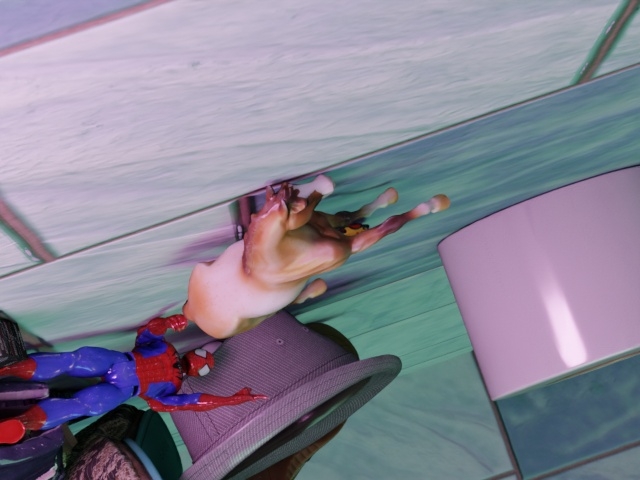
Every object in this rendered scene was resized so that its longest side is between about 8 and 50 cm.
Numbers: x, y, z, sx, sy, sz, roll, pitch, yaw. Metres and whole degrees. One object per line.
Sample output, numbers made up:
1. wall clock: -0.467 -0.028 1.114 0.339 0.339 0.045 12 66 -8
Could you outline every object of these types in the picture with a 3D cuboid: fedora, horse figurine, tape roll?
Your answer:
1. fedora: -0.058 0.151 1.840 0.275 0.124 0.244 -22 163 -50
2. horse figurine: -0.029 0.015 1.314 0.174 0.066 0.263 -20 172 -40
3. tape roll: 0.257 0.044 1.796 0.246 0.169 0.246 -18 172 -3

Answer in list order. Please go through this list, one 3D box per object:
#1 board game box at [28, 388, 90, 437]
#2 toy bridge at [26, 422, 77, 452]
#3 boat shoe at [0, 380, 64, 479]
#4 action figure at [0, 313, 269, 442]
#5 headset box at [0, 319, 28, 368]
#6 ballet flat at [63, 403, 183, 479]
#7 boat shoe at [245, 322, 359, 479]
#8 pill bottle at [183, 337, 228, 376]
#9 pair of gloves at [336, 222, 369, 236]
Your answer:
1. board game box: -0.313 0.195 1.976 0.126 0.026 0.186 -21 172 9
2. toy bridge: -0.314 0.225 1.831 0.026 0.063 0.188 -26 -172 28
3. boat shoe: -0.396 0.209 1.659 0.341 0.127 0.158 -12 150 -25
4. action figure: -0.158 0.116 1.571 0.139 0.091 0.280 -14 176 31
5. headset box: -0.260 0.083 1.336 0.062 0.032 0.083 -20 171 4
6. ballet flat: -0.236 0.285 1.918 0.182 0.164 0.483 -25 -174 -4
7. boat shoe: -0.071 0.239 2.074 0.123 0.123 0.342 -36 -160 52
8. pill bottle: -0.082 0.145 1.972 0.152 0.086 0.086 -15 171 -31
9. pair of gloves: 0.000 0.000 1.466 0.083 0.010 0.074 -16 173 0
